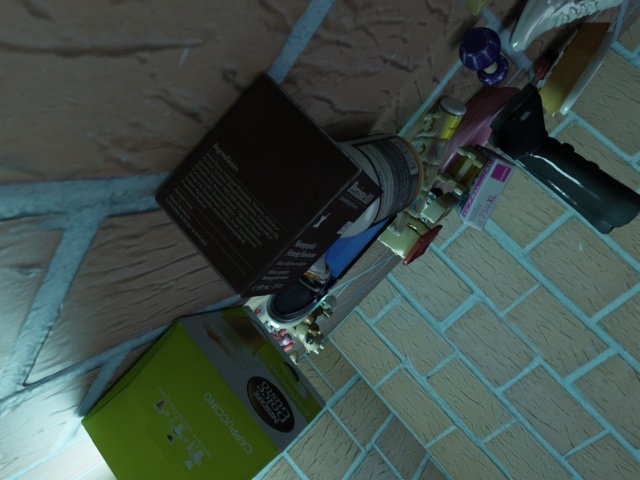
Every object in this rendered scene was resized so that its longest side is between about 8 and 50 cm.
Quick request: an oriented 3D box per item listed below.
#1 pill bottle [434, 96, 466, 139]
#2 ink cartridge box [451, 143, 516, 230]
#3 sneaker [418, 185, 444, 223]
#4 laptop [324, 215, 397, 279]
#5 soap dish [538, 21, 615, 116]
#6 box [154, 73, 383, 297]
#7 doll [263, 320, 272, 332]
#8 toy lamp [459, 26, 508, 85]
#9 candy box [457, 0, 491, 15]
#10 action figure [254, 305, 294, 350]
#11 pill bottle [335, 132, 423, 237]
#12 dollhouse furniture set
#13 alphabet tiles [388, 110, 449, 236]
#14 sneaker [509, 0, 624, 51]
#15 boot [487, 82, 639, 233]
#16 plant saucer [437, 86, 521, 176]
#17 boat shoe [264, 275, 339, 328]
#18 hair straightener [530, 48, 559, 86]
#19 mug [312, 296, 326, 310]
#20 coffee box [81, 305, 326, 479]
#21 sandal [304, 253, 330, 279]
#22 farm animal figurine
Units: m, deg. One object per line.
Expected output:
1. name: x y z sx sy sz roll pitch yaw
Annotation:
1. pill bottle: 0.294 -0.278 1.110 0.065 0.065 0.116 -31 155 -39
2. ink cartridge box: 0.442 -0.164 1.305 0.311 0.065 0.186 -65 178 -69
3. sneaker: 0.426 -0.133 1.890 0.235 0.094 0.153 -40 165 -11
4. laptop: 0.000 0.000 0.995 0.234 0.136 0.264 -51 164 29
5. soap dish: 0.841 -0.575 1.531 0.291 0.118 0.229 -48 164 -37
6. box: -0.057 -0.057 0.593 0.203 0.167 0.168 -45 166 9
7. doll: -0.135 0.252 1.567 0.189 0.046 0.129 -49 166 22
8. toy lamp: 0.337 -0.373 0.943 0.080 0.080 0.274 -50 165 26
9. candy box: 0.217 -0.411 0.468 0.183 0.087 0.316 -43 167 0
10. action figure: -0.159 0.283 1.428 0.139 0.092 0.280 -43 153 17
11. pill bottle: 0.058 -0.097 0.811 0.278 0.162 0.162 -25 158 -51
12. dollhouse furniture set: 0.284 -0.132 1.301 0.152 0.201 0.374 -24 150 -53
13. alphabet tiles: 0.213 -0.153 1.058 0.278 0.021 0.284 -100 -151 -77
14. sneaker: 0.524 -0.500 0.934 0.305 0.152 0.114 -47 168 20
15. boot: 0.683 -0.210 1.277 0.146 0.445 0.367 -46 166 12
16. plant saucer: 0.455 -0.332 1.390 0.332 0.084 0.332 -41 167 -11
17. boat shoe: -0.021 0.099 1.310 0.340 0.127 0.158 -41 162 -44
18. hair straightener: 0.775 -0.583 1.599 0.089 0.047 0.230 -44 161 -2
19. mug: -0.066 0.180 1.433 0.157 0.097 0.129 -38 166 -16
20. coffee box: -0.247 0.397 1.069 0.338 0.338 0.334 -45 166 9
21. sandal: -0.054 0.009 0.869 0.265 0.102 0.076 19 103 -53
22. farm animal figurine: -0.075 0.359 1.718 0.330 0.172 0.327 -43 176 15
